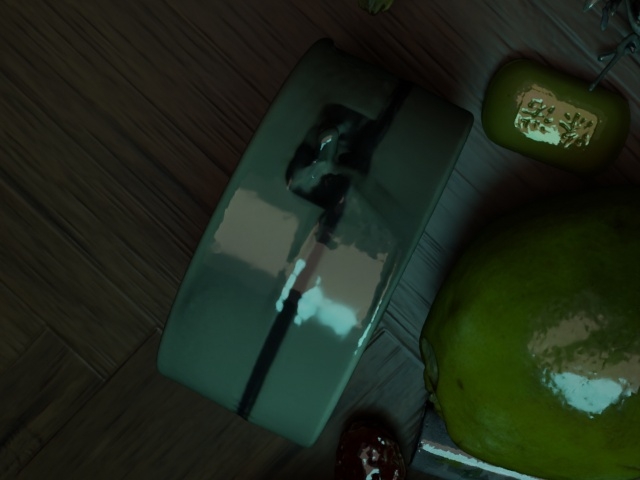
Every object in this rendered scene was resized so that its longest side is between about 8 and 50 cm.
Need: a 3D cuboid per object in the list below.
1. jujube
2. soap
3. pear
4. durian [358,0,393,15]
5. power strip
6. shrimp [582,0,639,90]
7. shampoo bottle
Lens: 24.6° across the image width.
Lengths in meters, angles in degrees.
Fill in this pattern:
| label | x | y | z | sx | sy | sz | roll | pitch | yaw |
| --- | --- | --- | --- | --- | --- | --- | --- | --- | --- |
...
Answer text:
| label | x | y | z | sx | sy | sz | roll | pitch | yaw |
| --- | --- | --- | --- | --- | --- | --- | --- | --- | --- |
| jujube | 0.050 | 0.246 | 1.489 | 0.077 | 0.077 | 0.129 | -9 | 97 | 10 |
| soap | 0.222 | -0.115 | 1.391 | 0.140 | 0.045 | 0.089 | 21 | 102 | 2 |
| pear | 0.241 | 0.088 | 1.332 | 0.321 | 0.269 | 0.269 | -33 | 97 | 17 |
| durian | 0.077 | -0.355 | 1.291 | 0.172 | 0.166 | 0.306 | 3 | 114 | 9 |
| power strip | 0.000 | 0.000 | 1.289 | 0.161 | 0.357 | 0.358 | 27 | 106 | 3 |
| shrimp | 0.346 | -0.168 | 1.308 | 0.221 | 0.166 | 0.410 | -9 | 127 | 44 |
| shampoo bottle | 0.197 | 0.227 | 1.467 | 0.214 | 0.072 | 0.072 | 16 | 105 | 4 |
